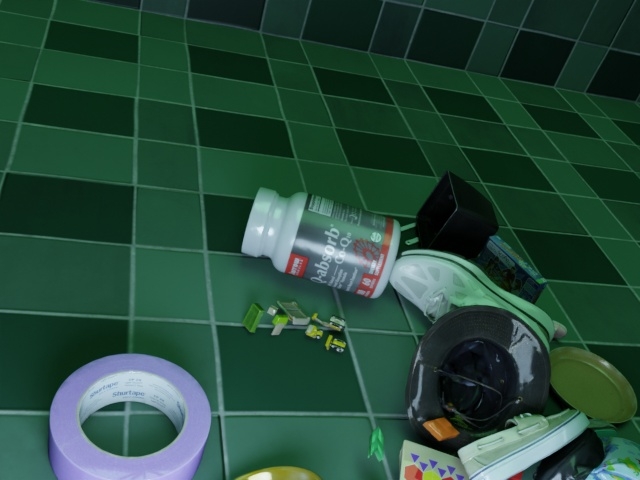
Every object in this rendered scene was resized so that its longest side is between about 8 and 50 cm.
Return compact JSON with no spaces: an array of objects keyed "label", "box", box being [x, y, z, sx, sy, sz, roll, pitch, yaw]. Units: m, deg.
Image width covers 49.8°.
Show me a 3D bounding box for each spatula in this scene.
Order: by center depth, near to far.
[{"label":"spatula","box":[0.333,-0.016,2.054,0.242,0.019,0.168,-17,50,-40]}]

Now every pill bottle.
[{"label":"pill bottle","box":[0.000,0.000,1.721,0.362,0.210,0.210,16,36,-3]}]

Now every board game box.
[{"label":"board game box","box":[0.510,0.100,1.879,0.035,0.136,0.201,-10,45,-34]}]

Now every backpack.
[{"label":"backpack","box":[0.604,0.519,1.290,0.355,0.273,0.290,52,17,20]}]

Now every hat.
[{"label":"hat","box":[0.326,0.300,1.480,0.331,0.331,0.134,18,-3,-1]}]

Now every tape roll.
[{"label":"tape roll","box":[-0.339,0.333,1.231,0.274,0.090,0.275,12,36,-9]}]

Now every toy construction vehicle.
[{"label":"toy construction vehicle","box":[0.018,0.215,1.600,0.098,0.035,0.086,19,46,5]}]

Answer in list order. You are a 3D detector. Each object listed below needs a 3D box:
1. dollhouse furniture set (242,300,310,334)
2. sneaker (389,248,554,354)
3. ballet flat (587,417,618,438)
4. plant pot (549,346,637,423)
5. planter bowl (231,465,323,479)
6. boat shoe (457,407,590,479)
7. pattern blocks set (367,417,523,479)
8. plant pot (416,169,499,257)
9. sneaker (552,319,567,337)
[{"label":"dollhouse furniture set","box":[-0.102,0.182,1.593,0.151,0.059,0.076,9,24,-47]},{"label":"sneaker","box":[0.345,0.190,1.658,0.447,0.169,0.257,27,35,7]},{"label":"ballet flat","box":[0.563,0.433,1.538,0.213,0.072,0.068,4,11,-21]},{"label":"plant pot","box":[0.657,0.359,1.692,0.236,0.032,0.236,12,36,-9]},{"label":"planter bowl","box":[-0.086,0.470,1.130,0.217,0.090,0.217,-12,12,3]},{"label":"boat shoe","box":[0.407,0.391,1.362,0.302,0.109,0.094,-18,64,-29]},{"label":"pattern blocks set","box":[0.229,0.474,1.310,0.324,0.026,0.285,27,47,-4]},{"label":"plant pot","box":[0.400,-0.055,1.981,0.167,0.187,0.188,20,37,-14]},{"label":"sneaker","box":[0.575,0.238,1.801,0.134,0.051,0.070,19,37,7]}]
